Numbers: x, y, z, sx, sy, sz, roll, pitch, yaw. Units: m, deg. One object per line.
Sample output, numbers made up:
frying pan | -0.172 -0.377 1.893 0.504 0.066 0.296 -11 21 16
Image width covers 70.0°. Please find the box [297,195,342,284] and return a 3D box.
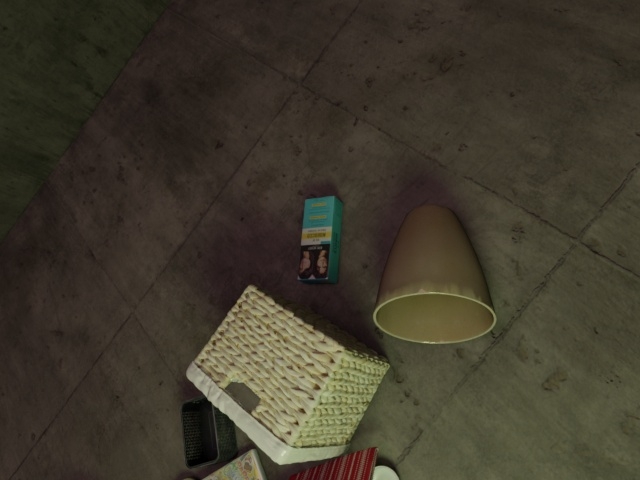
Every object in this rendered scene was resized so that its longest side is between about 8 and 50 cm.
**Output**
box | 0.000 0.000 1.307 0.100 0.060 0.244 -5 71 28

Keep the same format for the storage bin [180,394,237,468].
storage bin | -0.316 0.535 1.292 0.122 0.084 0.180 -25 64 20

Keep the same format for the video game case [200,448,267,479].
video game case | -0.215 0.707 1.200 0.206 0.026 0.227 -34 60 9

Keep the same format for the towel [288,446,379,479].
towel | 0.004 0.575 1.015 0.275 0.199 0.031 -33 101 27

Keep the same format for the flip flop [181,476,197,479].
flip flop | -0.382 0.758 1.195 0.112 0.080 0.277 -10 39 12

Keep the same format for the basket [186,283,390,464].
basket | -0.064 0.308 1.082 0.328 0.331 0.266 28 87 33

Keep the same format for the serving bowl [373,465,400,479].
serving bowl | 0.149 0.563 1.053 0.083 0.027 0.083 -10 68 26

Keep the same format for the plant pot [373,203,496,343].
plant pot | 0.258 0.062 1.056 0.256 0.256 0.274 -11 51 26
